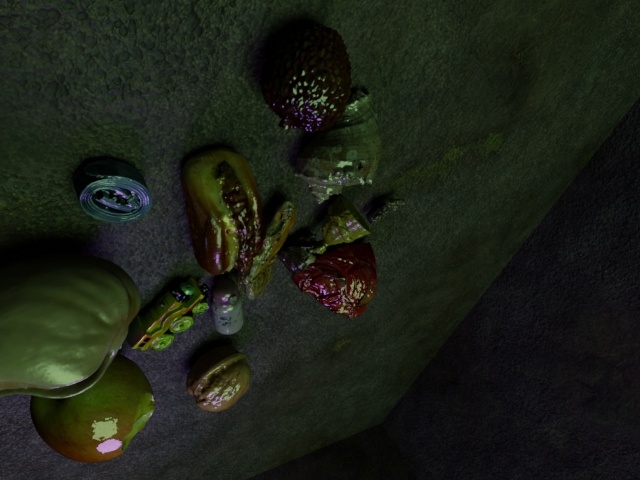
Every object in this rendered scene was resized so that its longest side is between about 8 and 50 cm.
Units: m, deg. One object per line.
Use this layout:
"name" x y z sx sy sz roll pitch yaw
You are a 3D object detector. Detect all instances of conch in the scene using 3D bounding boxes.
"conch" 0.095 -0.261 1.624 0.352 0.210 0.297 -50 160 21

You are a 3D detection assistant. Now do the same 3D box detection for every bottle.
"bottle" -0.327 0.224 1.868 0.109 0.110 0.233 -22 144 -23

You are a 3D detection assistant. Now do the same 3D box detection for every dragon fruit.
"dragon fruit" 0.042 0.169 2.128 0.329 0.303 0.240 0 165 -24

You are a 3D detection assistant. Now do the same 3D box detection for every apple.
"apple" -0.696 0.499 1.639 0.339 0.340 0.340 -25 145 -20

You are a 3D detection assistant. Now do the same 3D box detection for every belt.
"belt" -0.507 -0.120 1.305 0.141 0.082 0.190 -45 148 14

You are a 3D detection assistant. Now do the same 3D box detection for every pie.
"pie" -0.220 0.112 1.826 0.163 0.078 0.194 -41 145 -43

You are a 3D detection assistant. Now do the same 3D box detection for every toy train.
"toy train" -0.490 0.240 1.733 0.296 0.100 0.160 -44 149 8

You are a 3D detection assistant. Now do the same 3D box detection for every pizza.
"pizza" -0.162 0.008 1.716 0.297 0.071 0.189 -63 175 1

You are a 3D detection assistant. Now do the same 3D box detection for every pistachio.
"pistachio" -0.658 0.201 1.293 0.445 0.366 0.281 -21 158 -26

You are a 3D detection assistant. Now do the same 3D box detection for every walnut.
"walnut" -0.386 0.530 2.074 0.257 0.224 0.257 -33 152 -20

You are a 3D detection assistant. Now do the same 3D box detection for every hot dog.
"hot dog" -0.264 -0.048 1.503 0.185 0.223 0.406 -20 142 -21

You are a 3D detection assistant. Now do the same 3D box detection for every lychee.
"lychee" -0.030 -0.393 1.314 0.235 0.235 0.272 19 93 -52

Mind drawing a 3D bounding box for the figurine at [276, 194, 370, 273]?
"figurine" 0.003 0.003 1.882 0.315 0.187 0.168 -39 138 12

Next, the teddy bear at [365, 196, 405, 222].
"teddy bear" 0.236 -0.127 2.027 0.160 0.078 0.119 -30 -179 -25
